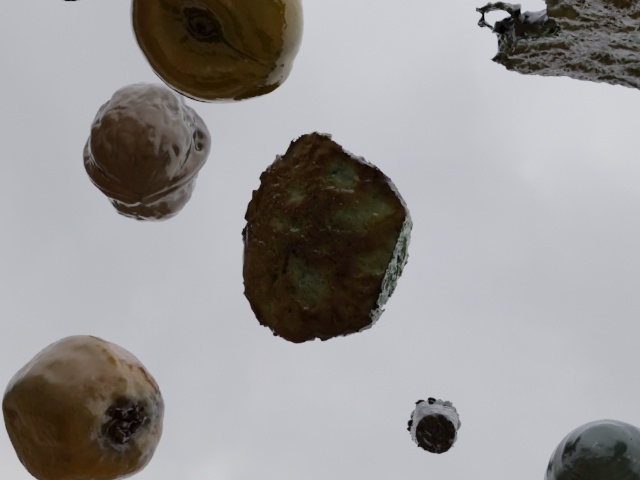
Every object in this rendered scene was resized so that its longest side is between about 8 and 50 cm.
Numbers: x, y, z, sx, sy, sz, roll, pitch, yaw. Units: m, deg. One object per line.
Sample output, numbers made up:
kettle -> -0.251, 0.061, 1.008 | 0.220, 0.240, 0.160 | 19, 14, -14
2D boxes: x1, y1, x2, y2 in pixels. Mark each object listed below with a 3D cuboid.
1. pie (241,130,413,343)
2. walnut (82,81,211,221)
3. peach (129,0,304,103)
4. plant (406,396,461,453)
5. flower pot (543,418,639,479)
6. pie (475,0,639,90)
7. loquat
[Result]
pie -> 0.000, 0.000, 1.390 | 0.289, 0.103, 0.354 | 17, -88, 22
walnut -> -0.334, -0.171, 1.587 | 0.227, 0.273, 0.273 | 20, -39, -15
peach -> -0.139, -0.303, 1.116 | 0.251, 0.153, 0.251 | 10, -52, 12
plant -> 0.195, 0.320, 1.419 | 0.095, 0.143, 0.091 | 5, -93, 9
flower pot -> 0.376, 0.335, 1.028 | 0.189, 0.157, 0.243 | 5, -45, 48
pie -> 0.323, -0.210, 0.822 | 0.297, 0.078, 0.371 | 17, -2, -6
loquat -> -0.291, 0.216, 1.026 | 0.234, 0.176, 0.187 | -12, -65, 39
